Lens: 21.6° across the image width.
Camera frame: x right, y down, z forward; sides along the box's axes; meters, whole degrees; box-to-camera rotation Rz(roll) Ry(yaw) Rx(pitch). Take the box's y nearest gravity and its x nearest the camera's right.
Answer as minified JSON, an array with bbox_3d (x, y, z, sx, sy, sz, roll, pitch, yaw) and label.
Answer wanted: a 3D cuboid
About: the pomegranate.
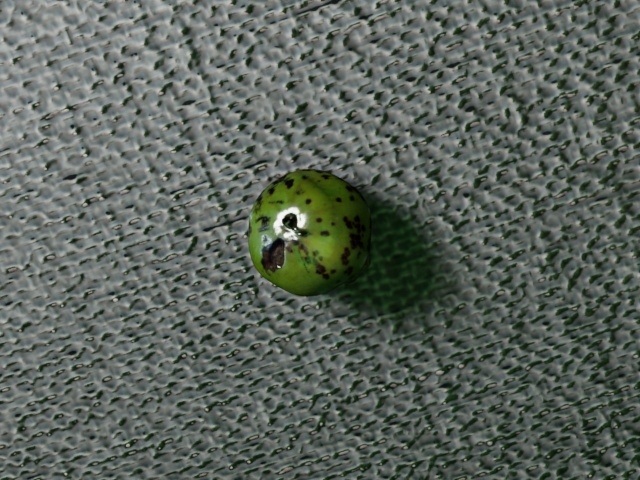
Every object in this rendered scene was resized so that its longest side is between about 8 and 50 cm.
[{"bbox_3d":[0.000,0.000,1.588,0.122,0.122,0.161,-34,144,13],"label":"pomegranate"}]
